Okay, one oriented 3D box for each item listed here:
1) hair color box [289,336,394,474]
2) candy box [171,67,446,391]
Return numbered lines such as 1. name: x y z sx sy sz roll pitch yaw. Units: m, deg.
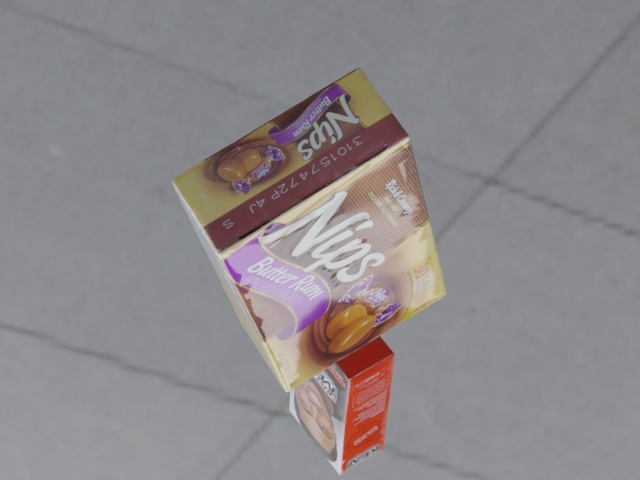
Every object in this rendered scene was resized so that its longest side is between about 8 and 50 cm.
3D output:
1. hair color box: 0.014 0.105 1.338 0.043 0.072 0.141 -29 150 -20
2. candy box: 0.000 0.000 0.938 0.109 0.053 0.186 -31 155 -6
